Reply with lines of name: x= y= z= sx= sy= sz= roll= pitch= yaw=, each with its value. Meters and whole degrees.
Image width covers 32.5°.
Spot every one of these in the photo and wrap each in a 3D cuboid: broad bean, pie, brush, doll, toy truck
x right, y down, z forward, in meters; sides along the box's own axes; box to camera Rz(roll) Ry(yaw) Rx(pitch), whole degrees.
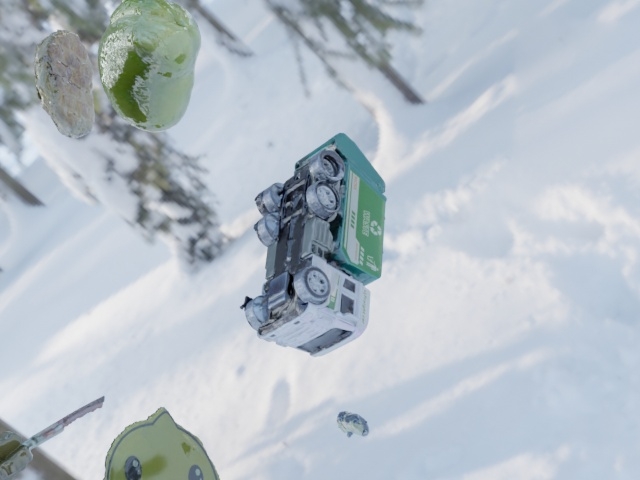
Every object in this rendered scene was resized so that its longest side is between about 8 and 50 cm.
broad bean: x=-0.201 y=-0.205 z=1.273 sx=0.082 sy=0.124 sz=0.174 roll=-51 pitch=-5 yaw=-50
pie: x=-0.453 y=-0.282 z=1.958 sx=0.046 sy=0.195 sz=0.195 roll=-8 pitch=31 yaw=14
brush: x=-0.485 y=0.338 z=1.843 sx=0.301 sy=0.071 sz=0.084 roll=-32 pitch=-13 yaw=-38
doll: x=0.047 y=0.267 z=1.593 sx=0.027 sy=0.037 sz=0.125 roll=-30 pitch=0 yaw=-13
toy truck: x=0.000 y=0.000 z=1.195 sx=0.114 sy=0.124 sz=0.253 roll=-32 pitch=42 yaw=41

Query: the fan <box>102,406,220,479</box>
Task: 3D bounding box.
fan: x=-0.224 y=0.405 z=1.587 sx=0.011 sy=0.229 sz=0.335 roll=-19 pitch=64 yaw=37
